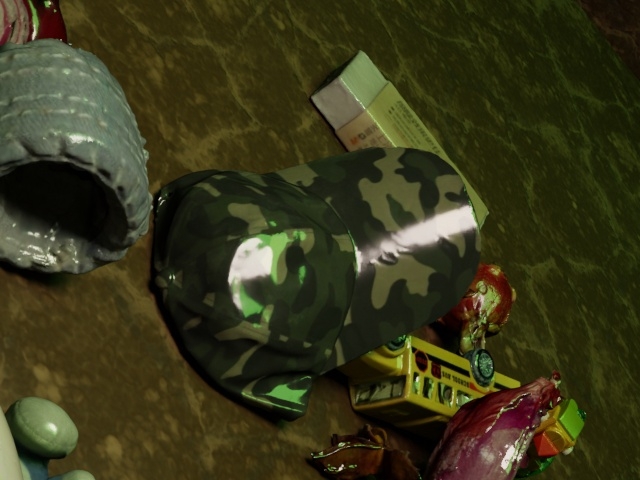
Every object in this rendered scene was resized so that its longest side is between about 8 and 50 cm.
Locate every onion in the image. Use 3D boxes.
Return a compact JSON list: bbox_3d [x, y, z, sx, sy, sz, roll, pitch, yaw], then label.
[{"bbox_3d":[-0.346,-0.247,1.741,0.173,0.198,0.135,47,-9,0],"label":"onion"},{"bbox_3d":[0.215,0.277,2.039,0.120,0.284,0.227,31,-8,7],"label":"onion"}]

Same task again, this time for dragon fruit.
[{"bbox_3d":[0.227,0.113,2.316,0.246,0.125,0.125,-74,169,-56],"label":"dragon fruit"}]

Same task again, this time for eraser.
[{"bbox_3d":[0.128,-0.132,2.463,0.343,0.078,0.144,52,29,-9],"label":"eraser"}]

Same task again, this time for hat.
[{"bbox_3d":[0.000,0.000,1.927,0.366,0.381,0.257,63,6,18],"label":"hat"}]

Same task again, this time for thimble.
[{"bbox_3d":[-0.286,-0.089,1.650,0.236,0.205,0.172,31,38,-38],"label":"thimble"}]

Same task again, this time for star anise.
[{"bbox_3d":[0.068,0.315,1.979,0.140,0.144,0.158,16,15,16],"label":"star anise"}]

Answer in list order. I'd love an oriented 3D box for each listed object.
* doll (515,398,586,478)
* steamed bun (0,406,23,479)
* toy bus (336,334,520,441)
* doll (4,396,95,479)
[{"bbox_3d":[0.304,0.281,2.249,0.134,0.186,0.106,-41,100,-32],"label":"doll"},{"bbox_3d":[-0.372,0.192,1.123,0.334,0.334,0.374,-4,63,-58],"label":"steamed bun"},{"bbox_3d":[0.138,0.197,2.121,0.335,0.121,0.123,25,60,-45],"label":"toy bus"},{"bbox_3d":[-0.304,0.270,1.341,0.228,0.154,0.258,1,47,-19],"label":"doll"}]
